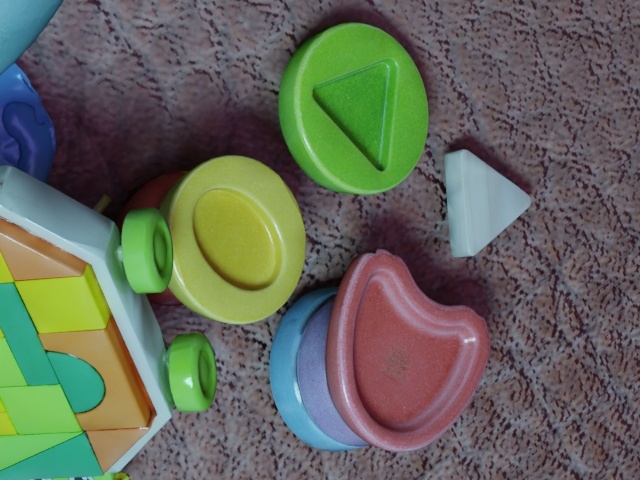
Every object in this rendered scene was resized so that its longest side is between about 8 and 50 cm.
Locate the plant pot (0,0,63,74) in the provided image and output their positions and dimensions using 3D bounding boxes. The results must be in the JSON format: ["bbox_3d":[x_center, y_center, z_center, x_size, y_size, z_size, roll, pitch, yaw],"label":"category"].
[{"bbox_3d":[-0.289,-0.182,1.115,0.293,0.293,0.196,6,116,-21],"label":"plant pot"}]

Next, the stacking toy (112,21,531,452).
[{"bbox_3d":[0.000,0.000,1.379,0.309,0.130,0.279,44,61,-27],"label":"stacking toy"}]

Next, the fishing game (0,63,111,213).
[{"bbox_3d":[-0.285,-0.063,1.268,0.264,0.041,0.189,35,83,-19],"label":"fishing game"}]

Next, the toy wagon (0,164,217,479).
[{"bbox_3d":[-0.211,0.091,1.244,0.267,0.068,0.344,-4,132,14],"label":"toy wagon"}]
